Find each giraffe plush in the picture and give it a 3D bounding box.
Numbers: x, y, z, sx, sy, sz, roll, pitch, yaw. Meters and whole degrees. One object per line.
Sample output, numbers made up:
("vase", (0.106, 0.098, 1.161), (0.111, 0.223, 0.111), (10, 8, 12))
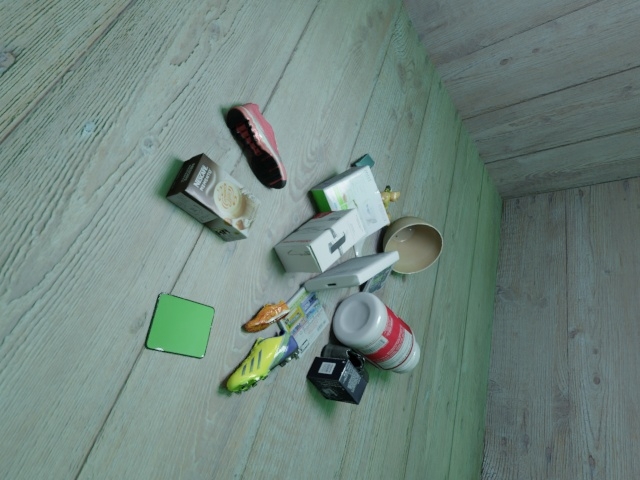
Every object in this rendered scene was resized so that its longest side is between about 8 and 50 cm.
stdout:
("giraffe plush", (0.276, -0.143, 1.940), (0.210, 0.181, 0.171), (-61, 150, -82))

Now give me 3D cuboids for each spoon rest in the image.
("spoon rest", (0.185, -0.003, 1.855), (0.137, 0.084, 0.276), (7, 65, -51))

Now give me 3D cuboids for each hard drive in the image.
("hard drive", (0.131, 0.116, 1.607), (0.353, 0.233, 0.047), (-22, 98, -55))

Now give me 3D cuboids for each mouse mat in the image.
("mouse mat", (-0.384, 0.240, 1.155), (0.189, 0.007, 0.153), (31, 61, -45))

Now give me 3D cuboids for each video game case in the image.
("video game case", (-0.063, 0.289, 1.526), (0.212, 0.023, 0.193), (-43, 117, -45))
("video game case", (0.262, 0.170, 1.866), (0.190, 0.022, 0.173), (-19, 137, -50))

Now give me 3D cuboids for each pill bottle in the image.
("pill bottle", (0.250, 0.402, 1.725), (0.407, 0.229, 0.229), (43, 52, -38))

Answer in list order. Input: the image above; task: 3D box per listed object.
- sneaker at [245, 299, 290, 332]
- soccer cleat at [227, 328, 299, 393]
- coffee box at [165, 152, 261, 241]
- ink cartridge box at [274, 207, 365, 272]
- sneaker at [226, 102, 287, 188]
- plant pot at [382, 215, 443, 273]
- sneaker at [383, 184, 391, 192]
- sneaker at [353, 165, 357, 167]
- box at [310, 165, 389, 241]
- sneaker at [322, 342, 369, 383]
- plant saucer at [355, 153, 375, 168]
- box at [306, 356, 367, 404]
("sneaker", (-0.183, 0.251, 1.370), (0.175, 0.064, 0.067), (-21, 63, -44))
("soccer cleat", (-0.193, 0.379, 1.322), (0.289, 0.093, 0.121), (-23, 71, -46))
("coffee box", (-0.310, -0.121, 1.238), (0.246, 0.098, 0.141), (40, 54, -39))
("ink cartridge box", (0.000, 0.000, 1.494), (0.273, 0.197, 0.114), (-38, 113, -38))
("sneaker", (-0.185, -0.329, 1.419), (0.136, 0.115, 0.314), (-51, 122, -44))
("plant pot", (0.426, -0.006, 2.022), (0.284, 0.284, 0.191), (53, 12, -31))
("sneaker", (0.340, -0.248, 2.111), (0.035, 0.031, 0.083), (32, 59, -42))
("sneaker", (0.161, -0.302, 1.893), (0.162, 0.063, 0.073), (-28, 90, -55))
("box", (0.125, -0.139, 1.683), (0.231, 0.126, 0.262), (-32, 110, -20))
("sneaker", (0.128, 0.505, 1.636), (0.286, 0.130, 0.109), (46, 49, -37))
("plant saucer", (0.214, -0.362, 1.941), (0.067, 0.018, 0.192), (51, 31, -7))
("box", (0.061, 0.516, 1.530), (0.158, 0.156, 0.093), (55, 46, -29))
